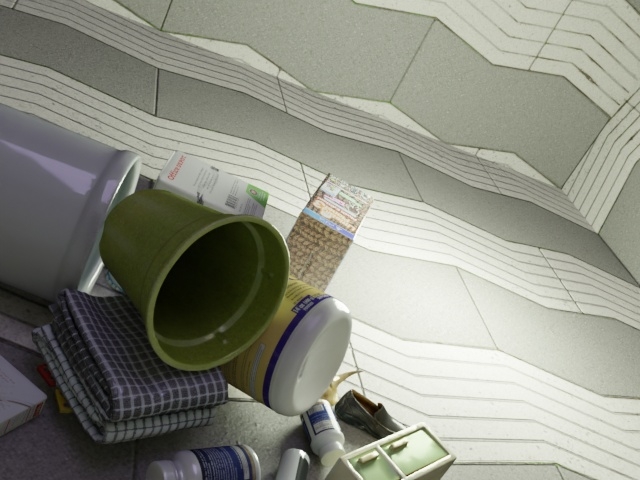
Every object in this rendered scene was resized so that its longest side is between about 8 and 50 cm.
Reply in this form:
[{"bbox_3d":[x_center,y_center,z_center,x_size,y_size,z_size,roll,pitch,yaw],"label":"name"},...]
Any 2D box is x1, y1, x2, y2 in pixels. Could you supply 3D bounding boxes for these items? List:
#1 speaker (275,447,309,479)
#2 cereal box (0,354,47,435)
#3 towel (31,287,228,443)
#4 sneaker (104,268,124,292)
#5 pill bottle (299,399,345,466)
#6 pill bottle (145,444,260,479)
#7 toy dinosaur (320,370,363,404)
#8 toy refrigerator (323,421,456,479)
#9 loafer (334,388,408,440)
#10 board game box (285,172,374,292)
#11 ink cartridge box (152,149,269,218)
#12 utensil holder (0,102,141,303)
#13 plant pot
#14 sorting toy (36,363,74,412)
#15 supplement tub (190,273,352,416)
[{"bbox_3d":[-0.054,0.427,1.362,0.055,0.055,0.136,26,26,-5],"label":"speaker"},{"bbox_3d":[-0.566,0.247,1.193,0.173,0.047,0.240,36,27,14],"label":"cereal box"},{"bbox_3d":[-0.318,0.198,1.333,0.235,0.121,0.283,-1,39,-46],"label":"towel"},{"bbox_3d":[-0.420,0.034,1.672,0.071,0.083,0.190,8,34,-38],"label":"sneaker"},{"bbox_3d":[0.007,0.370,1.506,0.067,0.067,0.120,13,31,-29],"label":"pill bottle"},{"bbox_3d":[-0.190,0.382,1.264,0.169,0.094,0.094,6,35,-38],"label":"pill bottle"},{"bbox_3d":[0.010,0.304,1.664,0.092,0.053,0.183,49,37,6],"label":"toy dinosaur"},{"bbox_3d":[0.135,0.435,1.486,0.270,0.094,0.102,-6,43,-48],"label":"toy refrigerator"},{"bbox_3d":[0.115,0.365,1.624,0.170,0.061,0.062,25,26,-8],"label":"loafer"},{"bbox_3d":[0.000,0.000,1.966,0.141,0.232,0.291,29,27,1],"label":"board game box"},{"bbox_3d":[-0.284,-0.096,1.992,0.273,0.114,0.198,25,26,-9],"label":"ink cartridge box"},{"bbox_3d":[-0.576,-0.084,1.463,0.386,0.327,0.327,23,27,-9],"label":"utensil holder"},{"bbox_3d":[-0.237,0.037,1.331,0.276,0.276,0.254,-2,26,-46],"label":"plant pot"},{"bbox_3d":[-0.368,0.247,1.385,0.132,0.046,0.275,41,29,23],"label":"sorting toy"},{"bbox_3d":[-0.132,0.162,1.511,0.331,0.241,0.241,26,24,23],"label":"supplement tub"}]
